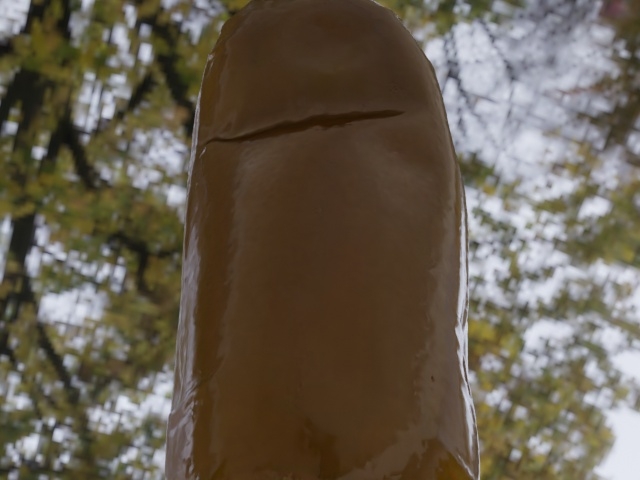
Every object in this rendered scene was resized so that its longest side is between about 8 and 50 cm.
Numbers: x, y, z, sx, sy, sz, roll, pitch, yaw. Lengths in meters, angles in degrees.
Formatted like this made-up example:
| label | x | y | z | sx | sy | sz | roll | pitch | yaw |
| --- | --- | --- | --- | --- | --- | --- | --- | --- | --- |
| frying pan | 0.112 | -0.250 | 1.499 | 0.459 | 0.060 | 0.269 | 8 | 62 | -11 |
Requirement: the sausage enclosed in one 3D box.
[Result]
| label | x | y | z | sx | sy | sz | roll | pitch | yaw |
| --- | --- | --- | --- | --- | --- | --- | --- | --- | --- |
| sausage | 0.001 | 0.003 | 0.687 | 0.134 | 0.116 | 0.354 | -10 | -137 | 12 |
